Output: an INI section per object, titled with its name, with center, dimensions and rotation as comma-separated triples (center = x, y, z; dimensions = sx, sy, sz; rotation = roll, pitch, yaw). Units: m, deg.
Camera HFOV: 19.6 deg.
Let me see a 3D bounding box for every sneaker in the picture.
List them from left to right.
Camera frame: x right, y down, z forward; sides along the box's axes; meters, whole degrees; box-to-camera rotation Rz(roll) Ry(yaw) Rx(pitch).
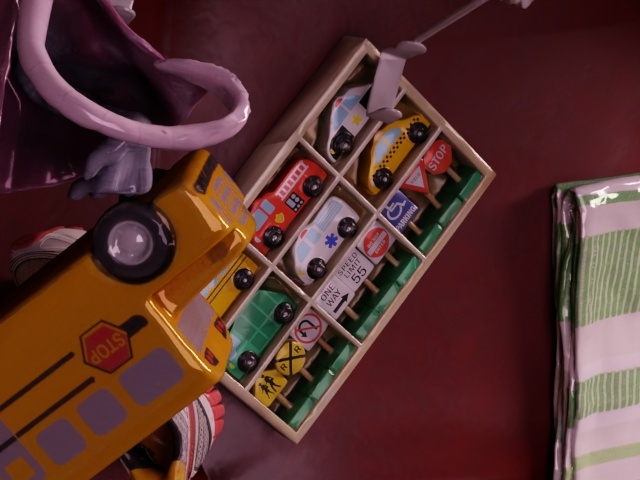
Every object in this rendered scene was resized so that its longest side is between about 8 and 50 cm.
[sneaker]
center = -0.142, 0.084, 1.293
dimensions = 0.225, 0.088, 0.093
rotation = 56, 29, -25

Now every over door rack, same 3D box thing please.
[over door rack]
center = 0.022, -0.219, 1.218
dimensions = 0.239, 0.324, 0.108
rotation = 19, 61, -20

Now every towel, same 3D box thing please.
[towel]
center = 0.303, 0.096, 1.597
dimensions = 0.247, 0.038, 0.325
rotation = -9, 105, -28

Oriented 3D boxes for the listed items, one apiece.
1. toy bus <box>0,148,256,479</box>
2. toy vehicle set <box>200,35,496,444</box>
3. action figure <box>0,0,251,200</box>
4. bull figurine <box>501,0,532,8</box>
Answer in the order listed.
[toy bus]
center = -0.174, 0.087, 1.202
dimensions = 0.332, 0.108, 0.130
rotation = -37, 99, 12
[toy vehicle set]
center = 0.000, 0.000, 1.405
dimensions = 0.166, 0.035, 0.267
rotation = 42, 79, -30
[action figure]
center = -0.213, -0.206, 1.096
dimensions = 0.248, 0.275, 0.370
rotation = 1, 80, -35
[bull figurine]
center = 0.147, -0.331, 1.381
dimensions = 0.188, 0.101, 0.310
rotation = -36, 114, -14
